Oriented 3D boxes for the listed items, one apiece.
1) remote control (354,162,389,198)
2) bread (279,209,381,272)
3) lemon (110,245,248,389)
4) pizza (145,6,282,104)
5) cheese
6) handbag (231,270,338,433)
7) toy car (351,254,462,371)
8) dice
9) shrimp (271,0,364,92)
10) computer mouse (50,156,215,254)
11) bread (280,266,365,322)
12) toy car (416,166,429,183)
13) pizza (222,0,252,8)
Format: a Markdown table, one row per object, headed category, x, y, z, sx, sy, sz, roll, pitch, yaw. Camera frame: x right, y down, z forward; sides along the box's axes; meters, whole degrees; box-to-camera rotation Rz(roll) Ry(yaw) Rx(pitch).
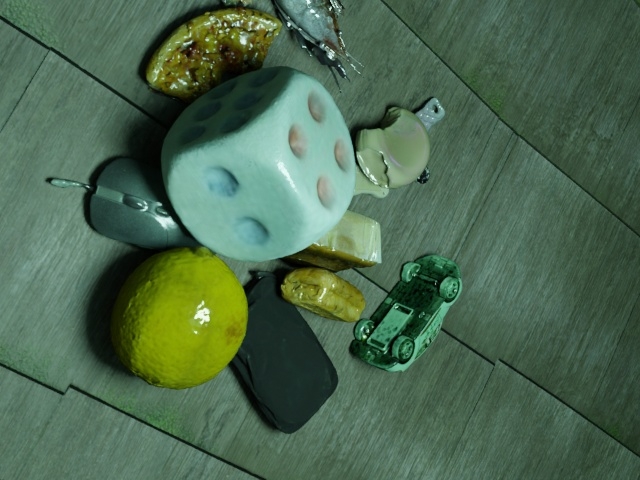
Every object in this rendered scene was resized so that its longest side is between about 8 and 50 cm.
| category | x | y | z | sx | sy | sz | roll | pitch | yaw |
| --- | --- | --- | --- | --- | --- | --- | --- | --- | --- |
| remote control | 0.098 | -0.130 | 2.182 | 0.122 | 0.032 | 0.074 | 4 | 95 | -36 |
| bread | -0.002 | 0.001 | 2.033 | 0.210 | 0.192 | 0.110 | 20 | 72 | -38 |
| lemon | -0.258 | 0.145 | 1.843 | 0.267 | 0.267 | 0.267 | -6 | 101 | -34 |
| pizza | -0.195 | -0.353 | 1.912 | 0.305 | 0.085 | 0.161 | -32 | 115 | -26 |
| cheese | 0.187 | -0.229 | 2.195 | 0.163 | 0.082 | 0.286 | 54 | 51 | -15 |
| handbag | -0.095 | 0.232 | 2.077 | 0.191 | 0.075 | 0.332 | -44 | 117 | -24 |
| toy car | 0.205 | 0.174 | 2.247 | 0.306 | 0.136 | 0.125 | -50 | 134 | -20 |
| dice | -0.109 | -0.139 | 1.830 | 0.262 | 0.264 | 0.268 | 60 | 36 | -30 |
| shrimp | -0.018 | -0.451 | 1.997 | 0.116 | 0.145 | 0.343 | -33 | 112 | 2 |
| computer mouse | -0.318 | -0.057 | 1.873 | 0.379 | 0.090 | 0.167 | 16 | 87 | -34 |
| bread | 0.009 | 0.113 | 2.077 | 0.211 | 0.114 | 0.083 | 36 | 61 | -60 |
| toy car | 0.215 | -0.170 | 2.262 | 0.041 | 0.025 | 0.093 | -33 | 110 | -25 |
| pizza | -0.206 | -0.525 | 1.899 | 0.195 | 0.052 | 0.185 | -17 | 103 | -32 |
